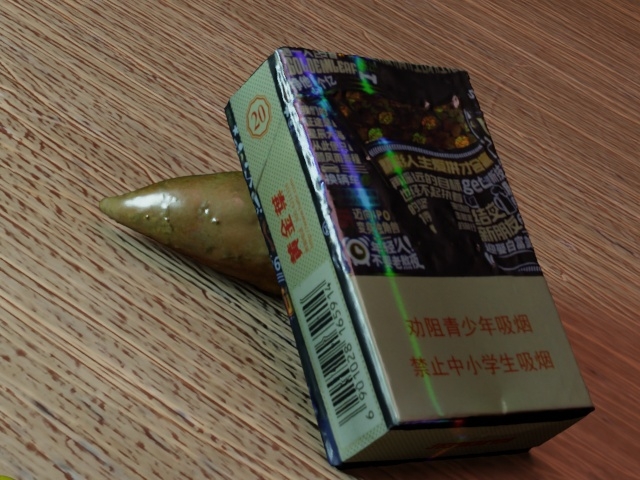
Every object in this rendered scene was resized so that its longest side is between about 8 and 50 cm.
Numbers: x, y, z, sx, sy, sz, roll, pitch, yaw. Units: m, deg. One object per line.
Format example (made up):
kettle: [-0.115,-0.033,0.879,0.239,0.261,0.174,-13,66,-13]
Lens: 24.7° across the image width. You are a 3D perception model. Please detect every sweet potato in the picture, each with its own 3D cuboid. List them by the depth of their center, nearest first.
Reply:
sweet potato: [0.003,0.002,1.186,0.355,0.095,0.106,8,4,-26]

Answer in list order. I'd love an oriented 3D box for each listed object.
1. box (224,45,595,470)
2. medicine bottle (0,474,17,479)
box: [0.064,0.010,1.099,0.198,0.084,0.310,1,61,-36]
medicine bottle: [-0.257,0.170,0.719,0.261,0.064,0.095,-3,45,-33]
